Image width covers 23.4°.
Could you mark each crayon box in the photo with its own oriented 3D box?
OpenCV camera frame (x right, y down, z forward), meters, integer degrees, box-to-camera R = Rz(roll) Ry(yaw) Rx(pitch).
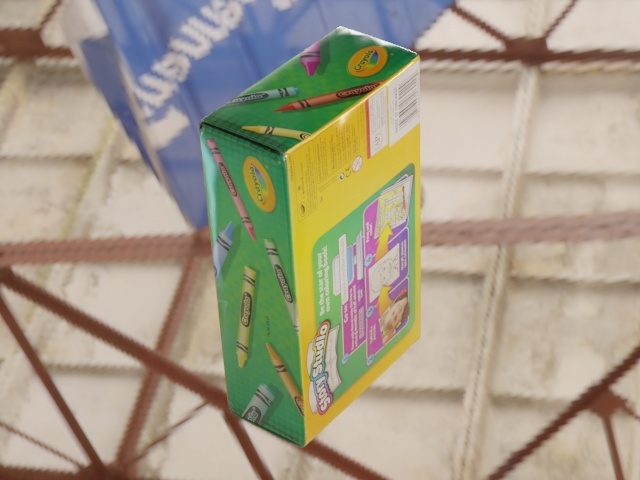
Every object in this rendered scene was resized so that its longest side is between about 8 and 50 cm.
[{"bbox_3d":[0.000,0.000,1.181,0.081,0.278,0.165,22,-137,30],"label":"crayon box"}]
